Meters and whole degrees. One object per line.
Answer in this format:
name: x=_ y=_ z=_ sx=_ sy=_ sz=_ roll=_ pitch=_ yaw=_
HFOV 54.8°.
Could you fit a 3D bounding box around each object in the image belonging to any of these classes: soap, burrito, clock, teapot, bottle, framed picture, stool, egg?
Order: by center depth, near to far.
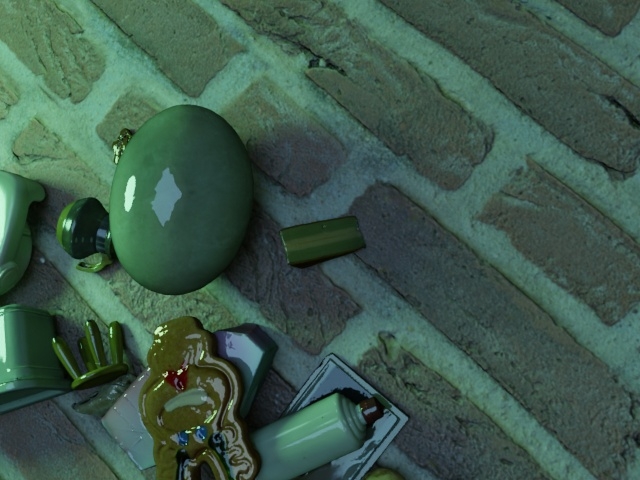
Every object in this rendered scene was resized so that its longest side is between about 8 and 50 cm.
bottle: x=-0.004 y=0.340 z=1.086 sx=0.245 sy=0.104 sz=0.104 roll=-28 pitch=78 yaw=11
egg: x=-0.254 y=-0.074 z=1.139 sx=0.258 sy=0.258 sz=0.352 roll=13 pitch=85 yaw=15
framed picture: x=0.011 y=0.368 z=1.141 sx=0.192 sy=0.018 sz=0.265 roll=37 pitch=93 yaw=16
soap: x=-0.232 y=0.284 z=1.166 sx=0.193 sy=0.109 sz=0.324 roll=44 pitch=94 yaw=15
stool: x=-0.452 y=0.227 z=1.227 sx=0.134 sy=0.135 sz=0.110 roll=-12 pitch=72 yaw=-33
burrito: x=-0.429 y=0.317 z=1.244 sx=0.149 sy=0.041 sz=0.055 roll=-32 pitch=84 yaw=7
teapot: x=-0.463 y=-0.005 z=1.262 sx=0.119 sy=0.130 sz=0.165 roll=14 pitch=120 yaw=0
clock: x=-0.746 y=0.007 z=1.329 sx=0.265 sy=0.108 sz=0.324 roll=6 pitch=86 yaw=13

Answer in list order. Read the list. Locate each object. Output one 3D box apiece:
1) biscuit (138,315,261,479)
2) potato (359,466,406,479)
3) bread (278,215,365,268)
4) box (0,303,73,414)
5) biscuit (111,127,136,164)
biscuit: x=-0.223 y=0.299 z=1.078 sx=0.202 sy=0.047 sz=0.334 roll=-17 pitch=76 yaw=13
potato: x=0.119 y=0.478 z=1.054 sx=0.109 sy=0.118 sz=0.178 roll=-10 pitch=66 yaw=-22
bread: x=0.005 y=-0.001 z=1.152 sx=0.139 sy=0.084 sz=0.074 roll=-17 pitch=79 yaw=11
box: x=-0.683 y=0.256 z=1.260 sx=0.312 sy=0.175 sz=0.182 roll=-19 pitch=70 yaw=11
biscuit: x=-0.403 y=-0.194 z=1.314 sx=0.092 sy=0.016 sz=0.082 roll=15 pitch=87 yaw=17
